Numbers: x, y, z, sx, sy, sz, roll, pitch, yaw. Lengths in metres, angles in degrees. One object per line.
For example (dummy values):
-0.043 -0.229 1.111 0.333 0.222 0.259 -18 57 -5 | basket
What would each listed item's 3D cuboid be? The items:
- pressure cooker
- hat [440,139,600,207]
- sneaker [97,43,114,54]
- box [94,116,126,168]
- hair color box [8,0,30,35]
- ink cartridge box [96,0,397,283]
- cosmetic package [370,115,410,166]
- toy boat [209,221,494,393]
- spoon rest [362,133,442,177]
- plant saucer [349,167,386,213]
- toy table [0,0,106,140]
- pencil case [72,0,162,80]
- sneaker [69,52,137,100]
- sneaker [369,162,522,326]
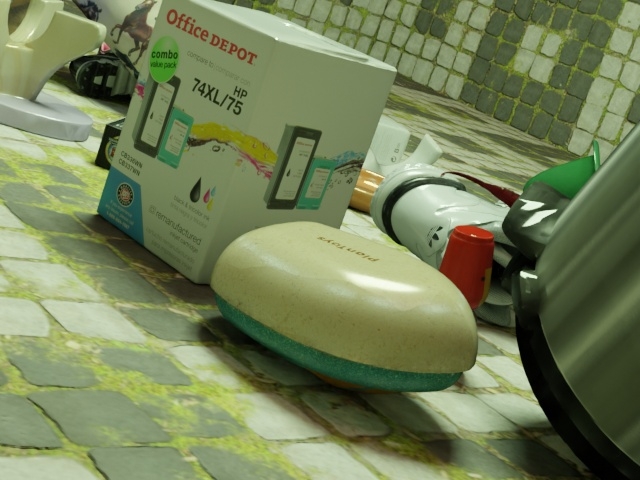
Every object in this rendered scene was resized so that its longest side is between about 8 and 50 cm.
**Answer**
0.379 0.053 1.073 0.375 0.420 0.370 3 52 -25 | pressure cooker
0.261 -0.037 1.482 0.183 0.208 0.173 -6 28 13 | hat
-0.384 -0.336 2.228 0.119 0.057 0.047 33 17 38 | sneaker
-0.170 -0.115 1.667 0.216 0.060 0.270 21 14 3 | box
-0.493 -0.398 1.828 0.185 0.110 0.339 7 -15 -11 | hair color box
-0.084 -0.111 1.322 0.197 0.270 0.198 4 20 -48 | ink cartridge box
0.043 -0.216 2.308 0.231 0.085 0.117 13 15 -30 | cosmetic package
0.065 0.073 1.147 0.267 0.148 0.318 24 21 37 | toy boat
0.089 -0.145 2.116 0.276 0.084 0.137 -2 44 -36 | spoon rest
0.070 -0.081 1.918 0.200 0.037 0.200 18 13 -4 | plant saucer
-0.431 -0.261 1.655 0.274 0.161 0.252 18 14 -5 | toy table
-0.251 -0.346 1.947 0.410 0.183 0.160 50 -20 10 | pencil case
-0.328 -0.279 2.040 0.234 0.078 0.106 6 22 -39 | sneaker
0.246 0.026 1.571 0.365 0.137 0.210 18 22 -37 | sneaker
